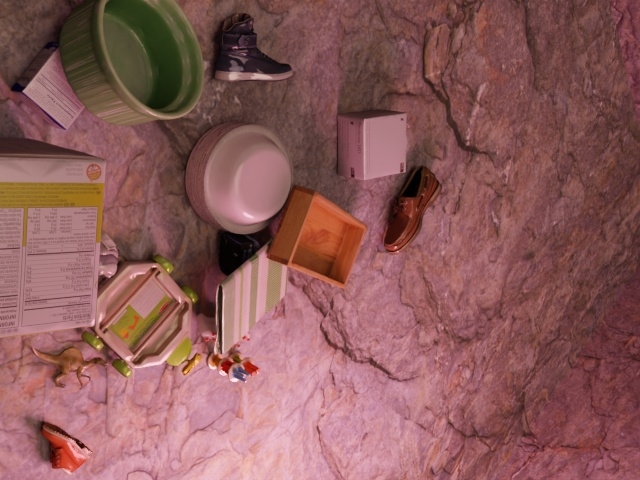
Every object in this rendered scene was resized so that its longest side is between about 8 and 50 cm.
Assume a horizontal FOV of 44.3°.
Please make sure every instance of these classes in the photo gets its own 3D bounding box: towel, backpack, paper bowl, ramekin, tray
[{"bbox_3d":[-0.174,0.125,2.051,0.325,0.038,0.247,-44,149,-47],"label":"towel"},{"bbox_3d":[-0.211,0.041,2.060,0.084,0.105,0.114,-12,121,-44],"label":"backpack"},{"bbox_3d":[-0.187,-0.156,1.998,0.284,0.148,0.284,-12,108,-40],"label":"paper bowl"},{"bbox_3d":[-0.402,-0.389,1.667,0.303,0.148,0.303,25,60,-53],"label":"ramekin"},{"bbox_3d":[0.000,0.000,2.172,0.411,0.076,0.202,28,81,-66],"label":"tray"}]

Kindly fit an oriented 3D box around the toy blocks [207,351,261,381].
[{"bbox_3d":[-0.215,0.345,2.111,0.123,0.148,0.054,10,95,-43],"label":"toy blocks"}]

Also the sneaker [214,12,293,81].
[{"bbox_3d":[-0.158,-0.483,1.972,0.226,0.086,0.163,-9,111,-40],"label":"sneaker"}]

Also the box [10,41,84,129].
[{"bbox_3d":[-0.556,-0.326,1.660,0.126,0.072,0.137,46,70,-41],"label":"box"}]

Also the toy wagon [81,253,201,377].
[{"bbox_3d":[-0.420,0.210,1.941,0.267,0.068,0.344,-50,130,-20],"label":"toy wagon"}]

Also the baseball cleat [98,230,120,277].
[{"bbox_3d":[-0.549,0.017,1.780,0.206,0.072,0.109,26,70,-48],"label":"baseball cleat"}]

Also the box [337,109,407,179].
[{"bbox_3d":[0.151,-0.282,2.291,0.182,0.119,0.180,-14,111,-40],"label":"box"}]

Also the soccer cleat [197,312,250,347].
[{"bbox_3d":[-0.255,0.237,2.104,0.068,0.076,0.196,-35,151,19],"label":"soccer cleat"}]

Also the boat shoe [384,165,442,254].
[{"bbox_3d":[0.269,-0.100,2.470,0.104,0.111,0.307,49,59,-35],"label":"boat shoe"}]

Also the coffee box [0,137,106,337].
[{"bbox_3d":[-0.646,-0.016,1.481,0.338,0.338,0.334,-4,105,-43],"label":"coffee box"}]

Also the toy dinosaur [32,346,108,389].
[{"bbox_3d":[-0.593,0.294,1.829,0.183,0.053,0.092,15,80,-34],"label":"toy dinosaur"}]

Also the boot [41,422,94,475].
[{"bbox_3d":[-0.614,0.495,1.852,0.084,0.059,0.158,-47,130,-16],"label":"boot"}]
